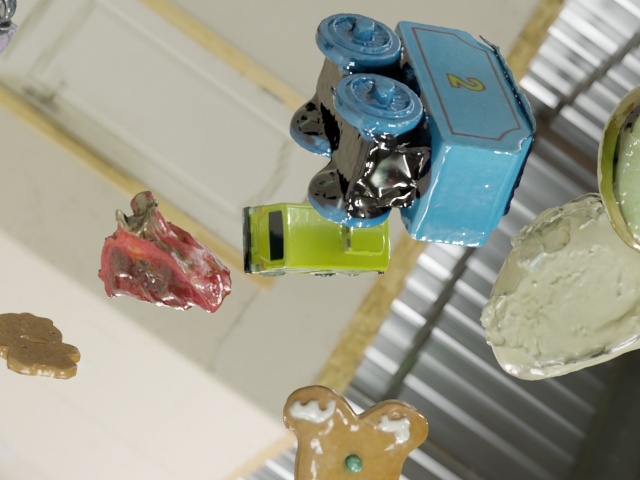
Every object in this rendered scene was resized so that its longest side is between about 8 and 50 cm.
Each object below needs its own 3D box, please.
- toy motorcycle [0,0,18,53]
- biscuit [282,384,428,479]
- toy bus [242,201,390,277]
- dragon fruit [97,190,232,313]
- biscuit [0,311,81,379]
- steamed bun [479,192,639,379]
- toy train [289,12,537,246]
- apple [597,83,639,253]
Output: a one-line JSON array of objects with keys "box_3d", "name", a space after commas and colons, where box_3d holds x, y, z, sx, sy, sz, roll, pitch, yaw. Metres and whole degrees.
[{"box_3d": [-0.425, -0.260, 1.682, 0.073, 0.225, 0.152, -44, 138, -38], "name": "toy motorcycle"}, {"box_3d": [0.033, 0.359, 1.837, 0.047, 0.216, 0.339, -140, -119, -78], "name": "biscuit"}, {"box_3d": [0.000, 0.000, 2.587, 0.150, 0.262, 0.128, -9, -99, 50], "name": "toy bus"}, {"box_3d": [-0.270, 0.009, 2.475, 0.262, 0.211, 0.134, 10, -132, 36], "name": "dragon fruit"}, {"box_3d": [-0.408, 0.148, 2.026, 0.184, 0.133, 0.027, 35, -66, 46], "name": "biscuit"}, {"box_3d": [0.400, 0.060, 2.136, 0.334, 0.233, 0.312, -20, 171, 12], "name": "steamed bun"}, {"box_3d": [0.110, -0.143, 1.752, 0.300, 0.265, 0.188, -103, -156, -52], "name": "toy train"}, {"box_3d": [0.393, -0.078, 1.578, 0.174, 0.207, 0.188, 37, -62, 50], "name": "apple"}]
